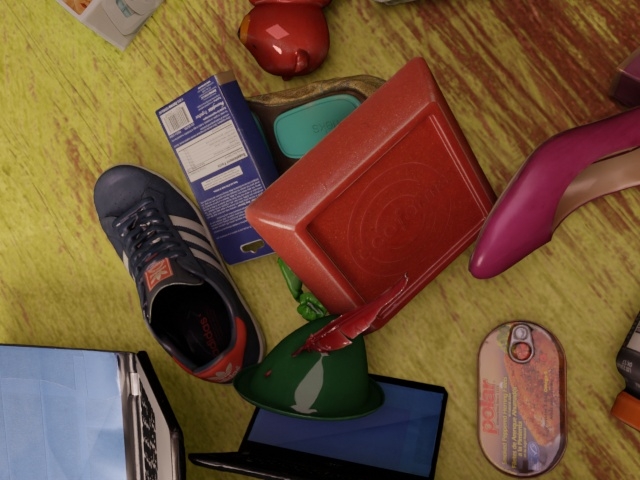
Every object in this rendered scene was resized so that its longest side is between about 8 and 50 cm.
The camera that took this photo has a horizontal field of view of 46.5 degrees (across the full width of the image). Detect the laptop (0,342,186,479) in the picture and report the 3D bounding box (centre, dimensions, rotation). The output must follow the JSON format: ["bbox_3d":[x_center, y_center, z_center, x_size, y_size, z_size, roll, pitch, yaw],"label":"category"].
[{"bbox_3d":[-0.302,0.341,0.875,0.236,0.408,0.381,-5,100,-20],"label":"laptop"}]

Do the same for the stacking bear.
[{"bbox_3d":[-0.043,-0.358,0.969,0.164,0.175,0.289,-1,95,-20],"label":"stacking bear"}]

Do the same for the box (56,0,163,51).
[{"bbox_3d":[-0.319,-0.447,1.052,0.262,0.127,0.231,42,96,14],"label":"box"}]

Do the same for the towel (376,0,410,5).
[{"bbox_3d":[0.196,-0.505,0.963,0.321,0.090,0.374,-7,83,11],"label":"towel"}]

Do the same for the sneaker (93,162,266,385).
[{"bbox_3d":[-0.199,0.032,0.964,0.131,0.148,0.350,-40,78,6],"label":"sneaker"}]

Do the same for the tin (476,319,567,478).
[{"bbox_3d":[0.244,0.192,0.911,0.106,0.040,0.189,1,85,8],"label":"tin"}]

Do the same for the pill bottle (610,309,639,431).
[{"bbox_3d":[0.420,0.109,0.833,0.130,0.130,0.245,27,91,13],"label":"pill bottle"}]

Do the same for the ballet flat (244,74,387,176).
[{"bbox_3d":[-0.040,-0.143,0.954,0.349,0.123,0.123,-2,83,40],"label":"ballet flat"}]

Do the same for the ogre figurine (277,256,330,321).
[{"bbox_3d":[0.000,0.000,0.947,0.118,0.097,0.197,-24,40,6],"label":"ogre figurine"}]

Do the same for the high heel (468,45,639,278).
[{"bbox_3d":[0.343,-0.063,0.852,0.181,0.127,0.377,41,86,23],"label":"high heel"}]

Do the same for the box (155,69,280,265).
[{"bbox_3d":[-0.116,-0.085,0.941,0.136,0.036,0.225,-16,99,45],"label":"box"}]

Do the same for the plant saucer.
[{"bbox_3d":[0.084,-0.029,0.849,0.258,0.259,0.048,-42,39,-4],"label":"plant saucer"}]

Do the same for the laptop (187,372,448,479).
[{"bbox_3d":[0.016,0.202,0.832,0.234,0.264,0.136,7,76,13],"label":"laptop"}]

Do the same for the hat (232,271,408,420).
[{"bbox_3d":[0.006,0.093,0.863,0.209,0.173,0.183,9,102,17],"label":"hat"}]
